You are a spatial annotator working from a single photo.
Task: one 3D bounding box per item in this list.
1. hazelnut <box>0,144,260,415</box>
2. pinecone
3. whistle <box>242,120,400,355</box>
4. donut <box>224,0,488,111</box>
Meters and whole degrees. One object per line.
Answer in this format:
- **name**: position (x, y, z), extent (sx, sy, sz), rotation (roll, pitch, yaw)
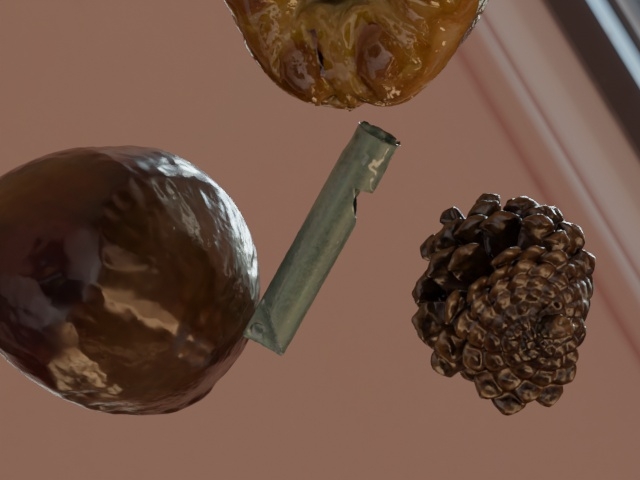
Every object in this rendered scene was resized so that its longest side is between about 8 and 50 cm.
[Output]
- **hazelnut**: position (-0.283, 0.038, 2.129), extent (0.421, 0.421, 0.353), rotation (-11, -56, -55)
- **pinecone**: position (0.172, 0.046, 1.516), extent (0.212, 0.168, 0.186), rotation (-80, 9, -73)
- **whistle**: position (0.000, 0.000, 1.987), extent (0.312, 0.062, 0.062), rotation (-61, -22, 14)
- **donut**: position (0.043, -0.292, 1.690), extent (0.317, 0.299, 0.150), rotation (-7, 20, 37)
